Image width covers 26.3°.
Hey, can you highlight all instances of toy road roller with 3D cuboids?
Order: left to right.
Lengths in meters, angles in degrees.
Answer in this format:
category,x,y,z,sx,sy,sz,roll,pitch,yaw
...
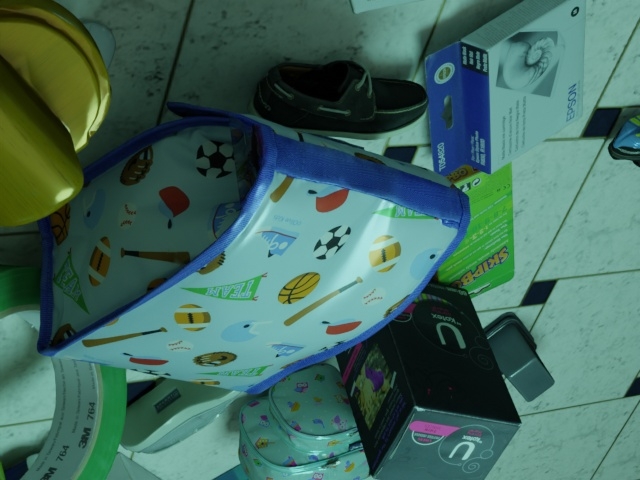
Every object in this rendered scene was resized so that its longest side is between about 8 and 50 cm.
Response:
category,x,y,z,sx,sy,sz,roll,pitch,yaw
toy road roller,-0.345,-0.094,1.242,0.329,0.241,0.202,-35,126,5

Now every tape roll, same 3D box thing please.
category,x,y,z,sx,sy,sz,roll,pitch,yaw
tape roll,-0.355,0.187,1.532,0.321,0.077,0.321,-6,97,-53

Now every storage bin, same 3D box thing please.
category,x,y,z,sx,sy,sz,roll,pitch,yaw
storage bin,0.304,0.193,2.144,0.098,0.091,0.135,-37,141,4

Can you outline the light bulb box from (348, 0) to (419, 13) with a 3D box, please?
category,x,y,z,sx,sy,sz,roll,pitch,yaw
light bulb box,0.157,-0.428,1.195,0.357,0.225,0.361,-9,142,9

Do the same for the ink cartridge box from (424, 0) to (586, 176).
category,x,y,z,sx,sy,sz,roll,pitch,yaw
ink cartridge box,0.236,-0.189,1.708,0.224,0.045,0.223,-32,142,-17

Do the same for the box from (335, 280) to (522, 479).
category,x,y,z,sx,sy,sz,roll,pitch,yaw
box,0.137,0.187,1.854,0.165,0.270,0.143,11,126,-24

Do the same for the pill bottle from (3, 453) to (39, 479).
category,x,y,z,sx,sy,sz,roll,pitch,yaw
pill bottle,-0.382,0.347,1.804,0.186,0.112,0.112,-31,141,-5

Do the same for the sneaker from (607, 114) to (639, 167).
category,x,y,z,sx,sy,sz,roll,pitch,yaw
sneaker,0.483,-0.139,1.958,0.188,0.067,0.078,-1,152,-37

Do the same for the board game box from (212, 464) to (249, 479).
category,x,y,z,sx,sy,sz,roll,pitch,yaw
board game box,-0.127,0.493,2.162,0.253,0.079,0.336,-29,141,-6

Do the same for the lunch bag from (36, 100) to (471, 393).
category,x,y,z,sx,sy,sz,roll,pitch,yaw
lunch bag,-0.074,-0.004,1.494,0.327,0.239,0.385,13,150,-43

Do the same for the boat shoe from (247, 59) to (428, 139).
category,x,y,z,sx,sy,sz,roll,pitch,yaw
boat shoe,0.033,-0.167,1.583,0.233,0.084,0.079,-3,136,-30

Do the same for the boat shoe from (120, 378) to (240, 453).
category,x,y,z,sx,sy,sz,roll,pitch,yaw
boat shoe,-0.170,0.215,1.854,0.227,0.079,0.081,-33,151,6

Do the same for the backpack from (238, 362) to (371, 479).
category,x,y,z,sx,sy,sz,roll,pitch,yaw
backpack,-0.023,0.275,1.938,0.188,0.166,0.144,-22,139,-20

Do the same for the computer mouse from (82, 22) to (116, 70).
category,x,y,z,sx,sy,sz,roll,pitch,yaw
computer mouse,-0.287,-0.148,1.410,0.193,0.042,0.106,-40,140,8

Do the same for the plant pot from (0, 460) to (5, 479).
category,x,y,z,sx,sy,sz,roll,pitch,yaw
plant pot,-0.503,0.340,1.637,0.227,0.207,0.228,-34,142,-1

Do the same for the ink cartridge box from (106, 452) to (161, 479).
category,x,y,z,sx,sy,sz,roll,pitch,yaw
ink cartridge box,-0.310,0.413,1.944,0.203,0.086,0.148,-38,141,3

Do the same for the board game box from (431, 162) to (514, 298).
category,x,y,z,sx,sy,sz,roll,pitch,yaw
board game box,0.210,-0.009,1.912,0.124,0.039,0.259,-24,138,-11
